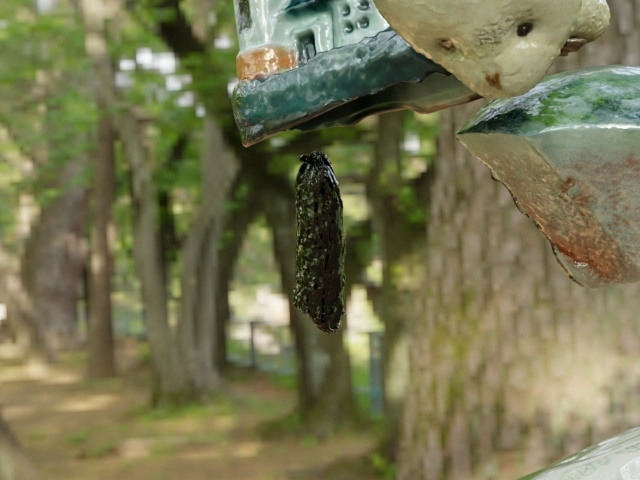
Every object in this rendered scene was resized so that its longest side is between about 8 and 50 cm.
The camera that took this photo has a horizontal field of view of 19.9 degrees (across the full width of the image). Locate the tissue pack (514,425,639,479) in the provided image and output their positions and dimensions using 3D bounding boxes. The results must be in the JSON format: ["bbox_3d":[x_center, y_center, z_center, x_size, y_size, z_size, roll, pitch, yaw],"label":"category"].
[{"bbox_3d":[0.134,0.310,1.231,0.356,0.266,0.194,-24,-4,-7],"label":"tissue pack"}]

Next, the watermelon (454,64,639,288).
[{"bbox_3d":[0.310,-0.050,1.680,0.289,0.213,0.320,17,10,36],"label":"watermelon"}]

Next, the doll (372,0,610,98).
[{"bbox_3d":[0.125,-0.172,1.373,0.175,0.149,0.278,-17,-3,10],"label":"doll"}]

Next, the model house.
[{"bbox_3d":[0.032,-0.246,1.636,0.253,0.291,0.184,-15,-9,40],"label":"model house"}]

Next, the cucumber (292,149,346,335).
[{"bbox_3d":[0.000,0.000,1.732,0.053,0.181,0.053,0,18,0],"label":"cucumber"}]
